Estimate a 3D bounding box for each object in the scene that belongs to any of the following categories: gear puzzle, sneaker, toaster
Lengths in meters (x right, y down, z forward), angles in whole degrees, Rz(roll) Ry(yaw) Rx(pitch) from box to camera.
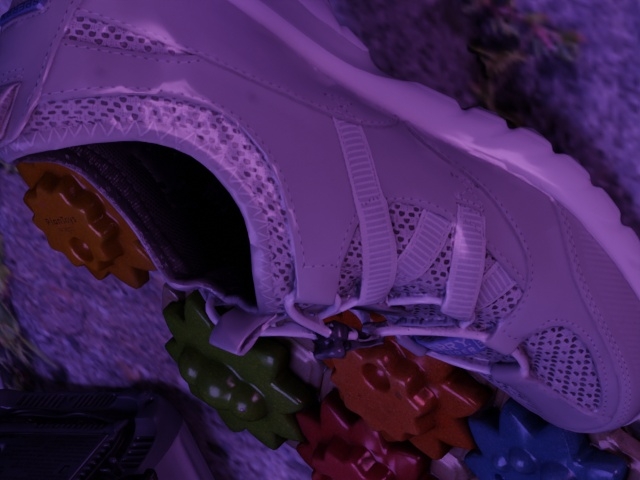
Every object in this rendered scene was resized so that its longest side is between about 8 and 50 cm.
[{"bbox_3d":[-0.012,0.052,0.834,0.339,0.044,0.175,35,146,19],"label":"gear puzzle"},{"bbox_3d":[0.000,0.000,0.657,0.281,0.115,0.105,34,152,-22],"label":"sneaker"},{"bbox_3d":[-0.124,0.164,1.006,0.227,0.129,0.146,-5,124,40],"label":"toaster"}]
